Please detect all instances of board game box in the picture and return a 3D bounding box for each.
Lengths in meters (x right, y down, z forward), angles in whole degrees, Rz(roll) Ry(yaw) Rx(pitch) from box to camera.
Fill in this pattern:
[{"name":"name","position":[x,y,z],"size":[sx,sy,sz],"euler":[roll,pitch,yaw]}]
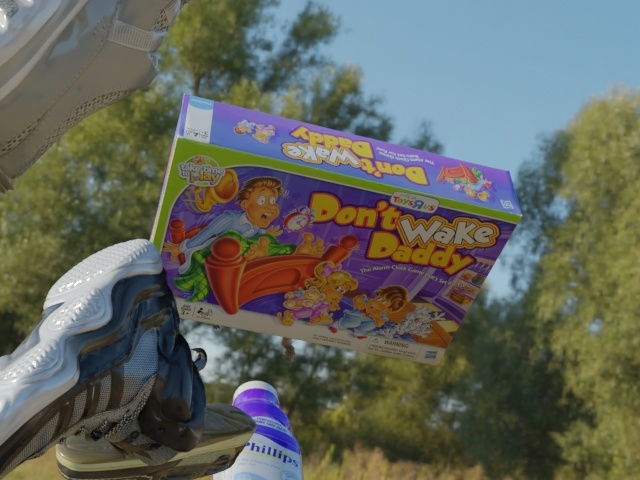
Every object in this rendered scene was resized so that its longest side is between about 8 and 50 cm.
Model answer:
[{"name":"board game box","position":[0.000,0.000,0.971],"size":[0.347,0.078,0.233],"euler":[12,-51,-12]}]

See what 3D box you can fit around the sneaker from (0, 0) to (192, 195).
[{"name":"sneaker","position":[-0.130,-0.147,0.550],"size":[0.105,0.281,0.115],"euler":[30,-27,28]}]

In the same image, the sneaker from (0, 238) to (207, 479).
[{"name":"sneaker","position":[-0.171,0.128,0.667],"size":[0.101,0.268,0.153],"euler":[-12,-60,38]}]

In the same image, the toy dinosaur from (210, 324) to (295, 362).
[{"name":"toy dinosaur","position":[-0.079,0.056,1.400],"size":[0.200,0.295,0.127],"euler":[29,24,-36]}]

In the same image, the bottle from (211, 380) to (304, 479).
[{"name":"bottle","position":[-0.083,0.293,1.216],"size":[0.118,0.092,0.283],"euler":[22,23,-14]}]

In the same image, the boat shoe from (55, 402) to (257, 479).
[{"name":"boat shoe","position":[-0.161,0.219,0.925],"size":[0.224,0.073,0.080],"euler":[-2,22,-45]}]
